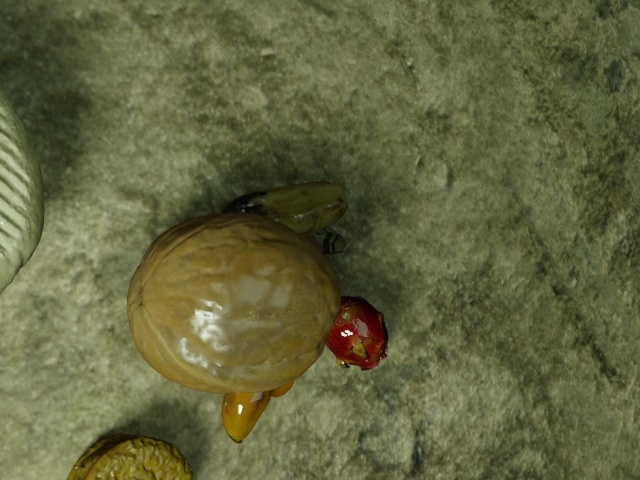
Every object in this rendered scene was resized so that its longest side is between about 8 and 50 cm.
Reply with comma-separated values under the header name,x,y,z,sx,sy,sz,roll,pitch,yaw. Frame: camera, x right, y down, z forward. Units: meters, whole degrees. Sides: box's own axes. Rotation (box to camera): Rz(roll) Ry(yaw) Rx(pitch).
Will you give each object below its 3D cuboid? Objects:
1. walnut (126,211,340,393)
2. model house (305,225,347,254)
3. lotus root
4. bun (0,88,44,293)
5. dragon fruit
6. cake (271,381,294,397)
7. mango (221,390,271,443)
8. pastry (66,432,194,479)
name,x,y,z,sx,sy,sz,roll,pitch,yaw
walnut,-0.128,0.099,1.155,0.332,0.332,0.333,5,83,-37
model house,0.000,0.000,1.417,0.083,0.057,0.058,50,52,-23
lotus root,-0.061,-0.047,1.338,0.258,0.097,0.110,-13,58,-28
bun,-0.525,-0.060,0.905,0.365,0.219,0.365,16,68,-45
dragon fruit,0.038,0.144,1.410,0.125,0.125,0.246,-38,92,-20
cake,-0.085,0.240,1.334,0.084,0.044,0.084,4,83,-40
mango,-0.133,0.283,1.272,0.063,0.077,0.127,26,83,-58
pastry,-0.293,0.386,1.119,0.188,0.103,0.189,5,82,-38
